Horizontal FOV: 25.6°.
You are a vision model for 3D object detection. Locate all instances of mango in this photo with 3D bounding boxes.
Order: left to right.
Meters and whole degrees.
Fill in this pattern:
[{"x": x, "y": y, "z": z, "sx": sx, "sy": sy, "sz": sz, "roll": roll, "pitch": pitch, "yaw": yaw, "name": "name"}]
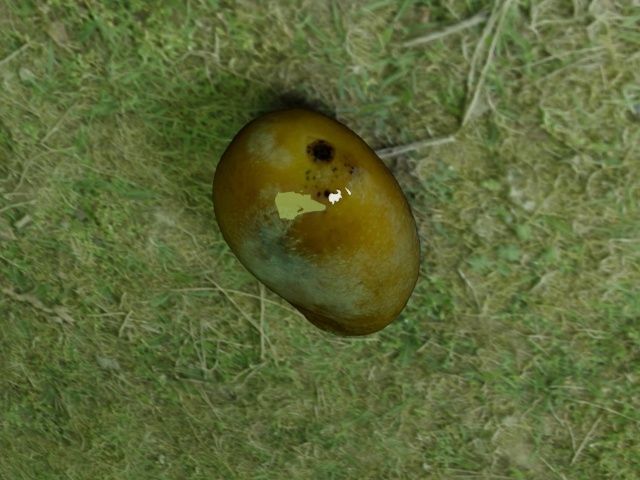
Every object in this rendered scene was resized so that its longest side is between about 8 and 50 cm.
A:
[{"x": 0.000, "y": 0.000, "z": 1.347, "sx": 0.192, "sy": 0.146, "sz": 0.316, "roll": 16, "pitch": 148, "yaw": 24, "name": "mango"}]
